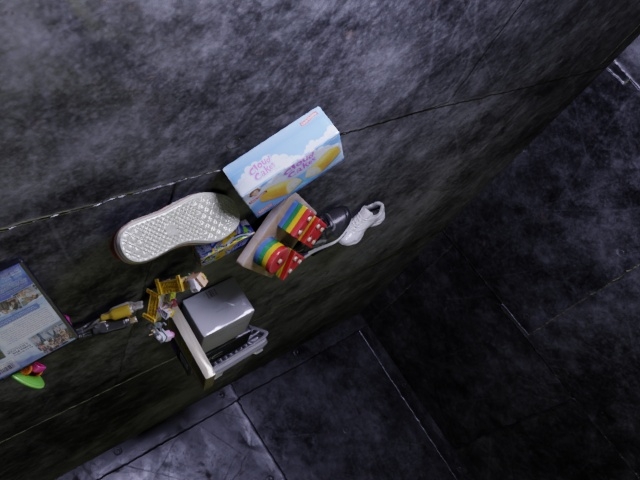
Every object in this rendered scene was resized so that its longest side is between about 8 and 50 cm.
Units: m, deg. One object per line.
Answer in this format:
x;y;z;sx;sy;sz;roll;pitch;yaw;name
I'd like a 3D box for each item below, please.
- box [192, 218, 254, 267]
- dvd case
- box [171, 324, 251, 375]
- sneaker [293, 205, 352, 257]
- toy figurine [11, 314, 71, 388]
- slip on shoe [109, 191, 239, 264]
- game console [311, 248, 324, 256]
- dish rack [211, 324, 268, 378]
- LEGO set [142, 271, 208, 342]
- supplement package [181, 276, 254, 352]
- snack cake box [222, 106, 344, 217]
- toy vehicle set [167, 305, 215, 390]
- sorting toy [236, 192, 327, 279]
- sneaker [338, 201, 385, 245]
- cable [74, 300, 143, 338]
-0.267;0.006;1.487;0.169;0.054;0.059;-27;162;-22;box
-0.632;0.165;1.090;0.180;0.022;0.252;-30;135;-19;dvd case
-0.421;0.379;2.074;0.271;0.143;0.165;-27;163;-25;box
-0.020;-0.024;1.802;0.283;0.107;0.124;-36;157;6;sneaker
-0.657;0.226;1.245;0.159;0.173;0.130;-52;167;-13;toy figurine
-0.324;-0.031;1.217;0.101;0.122;0.331;-6;-165;45;slip on shoe
0.000;0.000;2.060;0.122;0.071;0.107;-31;-167;-9;game console
-0.393;0.470;2.245;0.333;0.072;0.286;-27;-164;-31;dish rack
-0.407;0.155;1.533;0.287;0.132;0.107;-51;167;27;LEGO set
-0.361;0.263;1.852;0.194;0.149;0.203;-25;161;-29;supplement package
-0.080;-0.180;1.267;0.264;0.089;0.152;-34;164;-3;snack cake box
-0.431;0.356;1.776;0.035;0.266;0.166;-26;163;-26;toy vehicle set
-0.098;0.003;1.592;0.255;0.089;0.257;-55;162;-1;sorting toy
0.151;-0.076;2.032;0.232;0.090;0.115;-40;159;-20;sneaker
-0.628;0.227;1.461;0.288;0.072;0.139;-12;172;-27;cable
